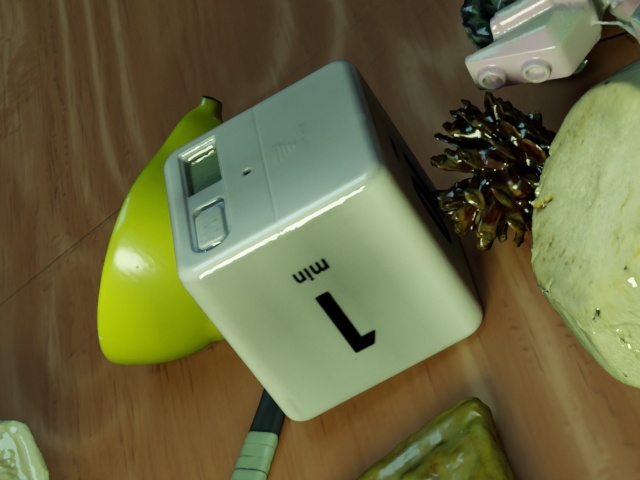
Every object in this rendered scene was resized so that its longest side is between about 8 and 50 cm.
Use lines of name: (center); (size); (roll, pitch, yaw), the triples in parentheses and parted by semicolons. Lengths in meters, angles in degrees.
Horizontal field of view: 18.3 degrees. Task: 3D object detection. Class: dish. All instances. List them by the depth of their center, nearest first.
dish: (-0.108, 0.007, 1.869); (0.108, 0.221, 0.262); (19, 50, 11)

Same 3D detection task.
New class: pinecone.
pinecone: (0.152, -0.053, 1.655); (0.121, 0.140, 0.140); (-49, 30, 14)

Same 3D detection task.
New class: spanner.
spanner: (-0.048, 0.172, 1.724); (0.087, 0.024, 0.315); (-11, 44, 34)

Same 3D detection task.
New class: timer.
timer: (0.000, 0.000, 1.681); (0.194, 0.195, 0.192); (-29, 34, 11)

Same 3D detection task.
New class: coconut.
coconut: (0.284, -0.007, 1.364); (0.245, 0.247, 0.245); (-35, 50, 55)

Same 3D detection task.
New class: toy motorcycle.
toy motorcycle: (0.271, -0.182, 1.633); (0.327, 0.143, 0.188); (-8, 51, 19)

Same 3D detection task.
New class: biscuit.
biscuit: (0.081, 0.216, 1.510); (0.174, 0.039, 0.183); (-39, 31, 7)

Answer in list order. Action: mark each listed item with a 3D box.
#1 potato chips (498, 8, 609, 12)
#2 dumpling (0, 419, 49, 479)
potato chips: (0.232, -0.230, 1.821); (0.228, 0.059, 0.167); (-21, 50, 33)
dumpling: (-0.307, 0.280, 1.807); (0.216, 0.126, 0.166); (-46, 48, -8)
